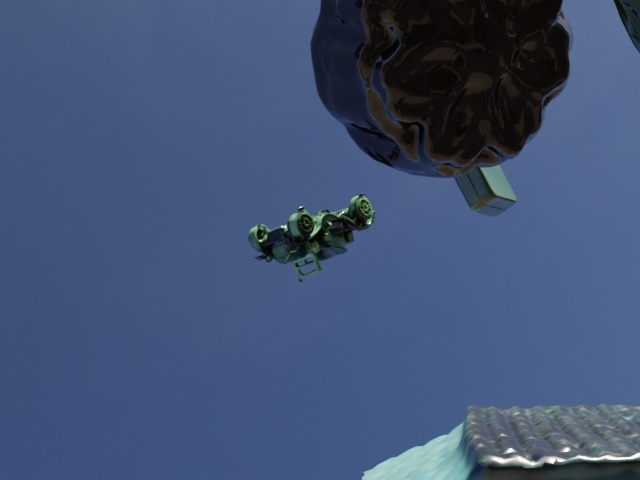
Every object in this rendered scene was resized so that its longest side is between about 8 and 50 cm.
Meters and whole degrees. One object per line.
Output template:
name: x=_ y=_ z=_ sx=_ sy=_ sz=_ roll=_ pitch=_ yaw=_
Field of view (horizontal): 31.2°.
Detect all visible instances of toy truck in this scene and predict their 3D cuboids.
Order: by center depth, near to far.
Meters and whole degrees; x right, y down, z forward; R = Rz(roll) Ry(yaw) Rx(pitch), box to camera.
toy truck: x=-0.001 y=0.000 z=1.310 sx=0.154 sy=0.080 sz=0.078 roll=-15 pitch=-94 yaw=-51

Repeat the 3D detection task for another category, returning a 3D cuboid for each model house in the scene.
model house: x=0.164 y=0.188 z=0.663 sx=0.241 sy=0.261 sz=0.226 roll=-33 pitch=-94 yaw=5

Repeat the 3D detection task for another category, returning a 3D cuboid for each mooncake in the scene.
mooncake: x=0.136 y=-0.201 z=1.168 sx=0.283 sy=0.141 sz=0.283 roll=-9 pitch=-71 yaw=-28

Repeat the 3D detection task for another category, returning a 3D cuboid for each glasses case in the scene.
glasses case: x=0.188 y=-0.120 z=1.494 sx=0.039 sy=0.184 sz=0.077 roll=-35 pitch=-23 yaw=26

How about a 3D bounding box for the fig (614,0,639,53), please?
fig: x=0.226 y=-0.201 z=0.502 sx=0.206 sy=0.206 sz=0.275 roll=2 pitch=-96 yaw=-37
